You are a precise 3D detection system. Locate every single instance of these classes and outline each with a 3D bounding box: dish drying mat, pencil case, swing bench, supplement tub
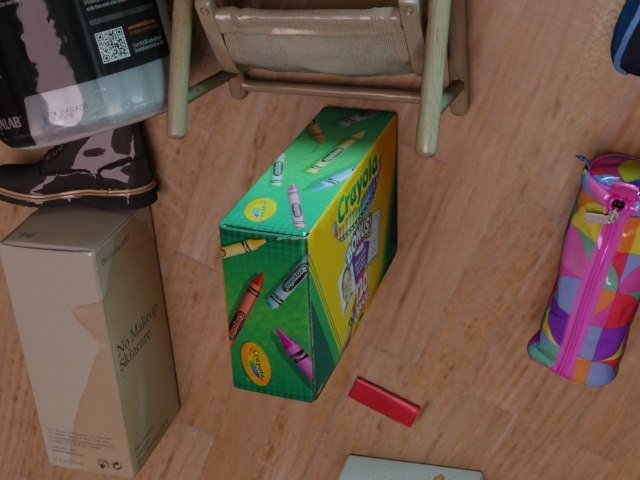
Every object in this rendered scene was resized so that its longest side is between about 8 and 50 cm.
[{"bbox_3d":[0.075,0.192,1.162,0.083,0.008,0.032,26,123,6],"label":"dish drying mat"},{"bbox_3d":[0.271,0.030,0.947,0.104,0.104,0.236,14,122,12],"label":"pencil case"},{"bbox_3d":[-0.001,-0.224,0.872,0.253,0.165,0.255,7,114,17],"label":"swing bench"},{"bbox_3d":[-0.252,-0.258,0.910,0.193,0.193,0.316,-7,108,23],"label":"supplement tub"}]

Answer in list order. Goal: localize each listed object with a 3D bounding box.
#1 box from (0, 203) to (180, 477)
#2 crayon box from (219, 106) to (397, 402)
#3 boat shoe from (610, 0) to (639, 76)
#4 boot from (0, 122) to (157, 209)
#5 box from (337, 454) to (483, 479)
[{"bbox_3d":[-0.265,0.110,1.161,0.121,0.148,0.311,6,121,16],"label":"box"},{"bbox_3d":[0.000,0.000,0.921,0.081,0.278,0.165,7,120,18],"label":"crayon box"},{"bbox_3d":[0.324,-0.243,0.790,0.089,0.109,0.258,19,139,1],"label":"boat shoe"},{"bbox_3d":[-0.283,-0.111,1.095,0.197,0.077,0.137,1,114,5],"label":"boot"},{"bbox_3d":[0.099,0.339,1.162,0.170,0.130,0.091,4,118,19],"label":"box"}]
